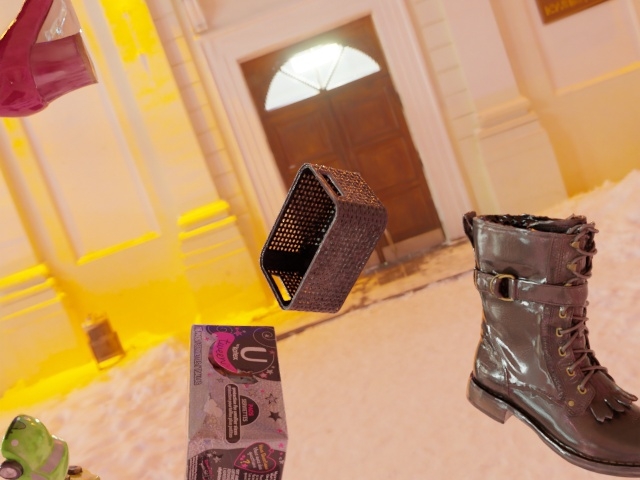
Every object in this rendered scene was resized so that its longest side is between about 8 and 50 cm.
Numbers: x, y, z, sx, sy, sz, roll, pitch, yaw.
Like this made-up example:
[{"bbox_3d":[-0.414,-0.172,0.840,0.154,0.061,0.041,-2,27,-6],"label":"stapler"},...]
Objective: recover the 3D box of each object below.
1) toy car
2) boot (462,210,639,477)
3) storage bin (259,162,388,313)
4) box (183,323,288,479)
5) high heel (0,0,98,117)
[{"bbox_3d":[-0.276,0.274,0.688,0.053,0.224,0.239,1,29,-2],"label":"toy car"},{"bbox_3d":[0.246,0.089,0.667,0.263,0.228,0.091,16,22,41],"label":"boot"},{"bbox_3d":[0.000,0.000,0.917,0.085,0.180,0.122,7,33,-33],"label":"storage bin"},{"bbox_3d":[-0.132,0.263,1.025,0.142,0.163,0.247,3,31,-12],"label":"box"},{"bbox_3d":[-0.307,-0.209,0.693,0.117,0.244,0.082,-21,-36,-10],"label":"high heel"}]
